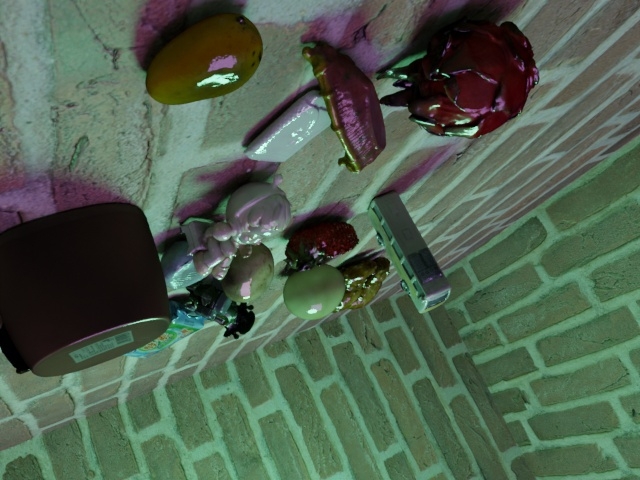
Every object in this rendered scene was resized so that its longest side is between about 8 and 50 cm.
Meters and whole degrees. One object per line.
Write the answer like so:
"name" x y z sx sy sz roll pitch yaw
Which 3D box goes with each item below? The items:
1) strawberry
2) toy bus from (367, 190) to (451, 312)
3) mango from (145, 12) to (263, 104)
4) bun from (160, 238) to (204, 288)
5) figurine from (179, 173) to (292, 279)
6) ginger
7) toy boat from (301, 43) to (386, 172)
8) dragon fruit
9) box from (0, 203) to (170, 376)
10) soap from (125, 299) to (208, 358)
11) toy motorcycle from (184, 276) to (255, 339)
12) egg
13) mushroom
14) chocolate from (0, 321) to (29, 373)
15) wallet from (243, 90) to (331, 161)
"strawberry" 0.000 0.000 1.553 0.188 0.106 0.286 -9 -169 36
"toy bus" 0.250 0.029 1.575 0.097 0.342 0.138 -22 161 -13
"mango" -0.144 -0.211 0.670 0.161 0.076 0.103 -22 173 19
"bun" -0.302 0.043 1.244 0.141 0.083 0.141 -32 162 -12
"figurine" -0.153 -0.038 1.137 0.257 0.144 0.182 -30 144 25
"ginger" 0.150 0.165 2.259 0.357 0.152 0.274 -3 133 -56
"toy boat" 0.050 -0.200 0.904 0.099 0.141 0.318 2 159 13
"dragon fruit" 0.235 -0.261 0.923 0.274 0.193 0.192 -24 -169 -2
"box" -0.415 0.097 0.995 0.301 0.216 0.301 -26 166 -7
"soap" -0.487 0.270 1.664 0.293 0.077 0.156 -29 154 14
"toy motorcycle" -0.279 0.190 1.552 0.274 0.187 0.124 88 26 -71
"egg" -0.016 0.171 1.916 0.254 0.188 0.188 -23 168 -49
"mushroom" -0.192 0.077 1.434 0.166 0.127 0.166 -44 150 -34
"chocolate" -0.672 0.255 1.330 0.148 0.126 0.343 -60 -175 -21
"wallet" -0.043 -0.192 0.968 0.183 0.032 0.124 -35 165 28
